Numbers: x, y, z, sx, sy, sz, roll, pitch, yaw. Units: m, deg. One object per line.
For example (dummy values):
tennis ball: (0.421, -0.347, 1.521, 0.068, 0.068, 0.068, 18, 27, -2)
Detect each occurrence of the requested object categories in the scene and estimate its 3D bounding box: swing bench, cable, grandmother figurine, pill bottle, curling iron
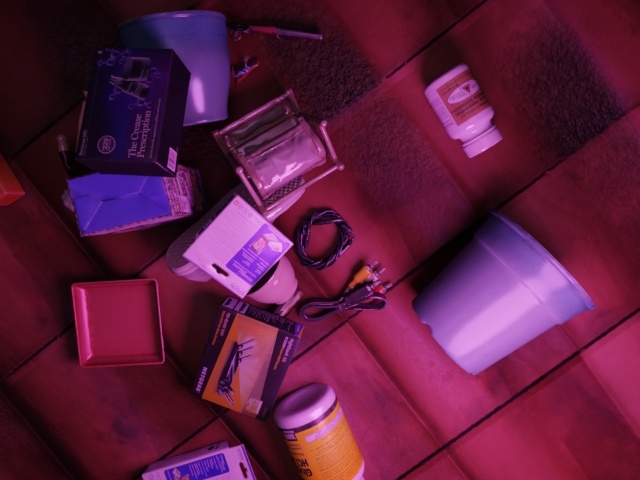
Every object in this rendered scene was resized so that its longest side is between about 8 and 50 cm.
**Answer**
swing bench: (-0.118, -0.244, 1.134, 0.253, 0.255, 0.165, -31, 134, -5)
cable: (0.081, 0.177, 1.267, 0.287, 0.072, 0.139, -29, 111, 15)
grandmother figurine: (-0.655, -0.239, 1.217, 0.208, 0.104, 0.342, 22, 98, 12)
pill bottle: (0.012, 0.606, 1.222, 0.188, 0.188, 0.334, -23, 93, 3)
cable: (0.000, 0.000, 1.243, 0.184, 0.047, 0.150, -45, 92, 5)
curling iron: (-0.130, -0.585, 1.200, 0.274, 0.035, 0.068, 5, 58, -3)
pill bottle: (0.396, -0.351, 1.164, 0.131, 0.131, 0.229, -32, 93, 4)

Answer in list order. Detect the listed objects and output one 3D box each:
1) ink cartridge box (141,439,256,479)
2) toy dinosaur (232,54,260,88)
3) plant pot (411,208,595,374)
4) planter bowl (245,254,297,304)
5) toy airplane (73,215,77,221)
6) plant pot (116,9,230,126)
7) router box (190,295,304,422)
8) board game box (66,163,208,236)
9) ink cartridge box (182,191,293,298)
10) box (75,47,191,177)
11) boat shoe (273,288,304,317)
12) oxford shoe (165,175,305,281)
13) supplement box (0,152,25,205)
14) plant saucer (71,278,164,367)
ink cartridge box: (-0.360, 0.730, 1.303, 0.332, 0.065, 0.165, -17, 94, 4)
toy dinosaur: (-0.213, -0.493, 1.222, 0.082, 0.047, 0.090, -10, 128, -7)
plant pot: (0.449, 0.154, 1.122, 0.341, 0.341, 0.334, 45, 102, -2)
planter bowl: (-0.135, 0.116, 1.212, 0.162, 0.162, 0.109, -46, 118, 4)
toy airplane: (-0.633, -0.086, 1.227, 0.151, 0.151, 0.028, -49, 54, 4)
plant pot: (-0.357, -0.437, 1.121, 0.271, 0.272, 0.255, -9, 109, 2)
router box: (-0.214, 0.346, 1.232, 0.243, 0.081, 0.309, 21, 106, 0)
board game box: (-0.461, -0.109, 1.121, 0.232, 0.291, 0.141, -13, 93, 2)
ink cartridge box: (-0.215, 0.017, 1.115, 0.208, 0.045, 0.206, -47, 116, 0)
box: (-0.409, -0.282, 0.939, 0.184, 0.103, 0.261, 3, 80, 8)
boat shoe: (-0.112, 0.199, 1.263, 0.049, 0.056, 0.152, 44, 95, 13)
oxford shoe: (-0.230, -0.043, 1.213, 0.449, 0.130, 0.169, -39, 52, -5)
supplement box: (-0.974, -0.218, 1.231, 0.080, 0.078, 0.233, -28, 93, 6)
plant saucer: (-0.600, 0.245, 1.276, 0.258, 0.048, 0.259, -4, 95, 1)
